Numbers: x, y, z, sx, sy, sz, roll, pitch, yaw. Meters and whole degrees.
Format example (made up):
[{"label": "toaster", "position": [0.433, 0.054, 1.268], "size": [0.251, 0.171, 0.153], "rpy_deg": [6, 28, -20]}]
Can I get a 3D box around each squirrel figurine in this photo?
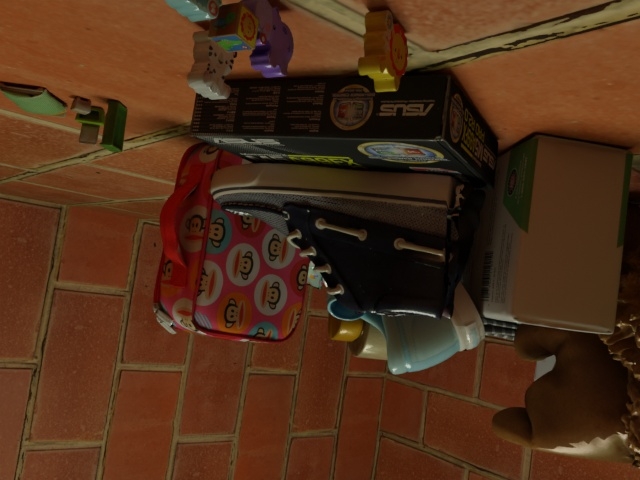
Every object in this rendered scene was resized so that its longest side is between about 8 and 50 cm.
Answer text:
[{"label": "squirrel figurine", "position": [0.428, 0.111, 0.832], "size": [0.281, 0.369, 0.397], "rpy_deg": [6, 171, -5]}]

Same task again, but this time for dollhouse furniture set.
[{"label": "dollhouse furniture set", "position": [-0.325, -0.151, 0.768], "size": [0.152, 0.058, 0.076], "rpy_deg": [8, 175, 2]}]

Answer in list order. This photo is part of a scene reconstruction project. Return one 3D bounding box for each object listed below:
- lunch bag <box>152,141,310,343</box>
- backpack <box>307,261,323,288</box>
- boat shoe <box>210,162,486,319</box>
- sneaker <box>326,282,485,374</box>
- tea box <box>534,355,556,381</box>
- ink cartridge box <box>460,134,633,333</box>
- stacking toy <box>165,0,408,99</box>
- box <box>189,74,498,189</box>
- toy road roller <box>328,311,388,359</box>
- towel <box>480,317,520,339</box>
[{"label": "lunch bag", "position": [-0.130, 0.003, 0.904], "size": [0.120, 0.292, 0.258], "rpy_deg": [3, 169, 40]}, {"label": "backpack", "position": [0.000, 0.000, 1.328], "size": [0.145, 0.165, 0.188], "rpy_deg": [9, 142, 6]}, {"label": "boat shoe", "position": [0.009, 0.001, 0.707], "size": [0.341, 0.158, 0.127], "rpy_deg": [6, 175, 28]}, {"label": "sneaker", "position": [0.056, 0.024, 0.824], "size": [0.150, 0.135, 0.366], "rpy_deg": [-26, -134, -10]}, {"label": "tea box", "position": [0.623, 0.148, 1.159], "size": [0.220, 0.328, 0.324], "rpy_deg": [11, 173, -31]}, {"label": "ink cartridge box", "position": [0.256, 0.003, 0.769], "size": [0.117, 0.201, 0.278], "rpy_deg": [8, 175, -3]}, {"label": "stacking toy", "position": [-0.056, -0.152, 0.387], "size": [0.167, 0.052, 0.221], "rpy_deg": [4, 172, 27]}, {"label": "box", "position": [0.034, -0.109, 0.654], "size": [0.270, 0.060, 0.216], "rpy_deg": [6, 176, 27]}, {"label": "toy road roller", "position": [0.106, 0.064, 1.068], "size": [0.203, 0.329, 0.240], "rpy_deg": [9, 153, -13]}, {"label": "towel", "position": [0.346, 0.078, 1.183], "size": [0.235, 0.121, 0.283], "rpy_deg": [14, -141, -5]}]
